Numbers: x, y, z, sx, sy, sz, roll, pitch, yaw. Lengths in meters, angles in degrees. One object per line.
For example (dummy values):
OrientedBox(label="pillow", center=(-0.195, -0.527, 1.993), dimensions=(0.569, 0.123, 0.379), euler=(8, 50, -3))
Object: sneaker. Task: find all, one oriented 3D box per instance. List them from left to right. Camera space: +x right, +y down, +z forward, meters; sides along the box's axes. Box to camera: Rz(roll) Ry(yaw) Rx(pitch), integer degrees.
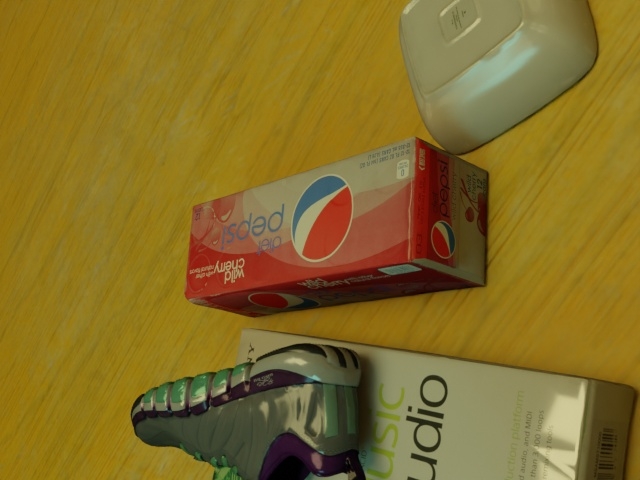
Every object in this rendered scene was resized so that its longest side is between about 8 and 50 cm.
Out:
OrientedBox(label="sneaker", center=(-0.062, 0.143, 0.550), dimensions=(0.223, 0.083, 0.098), euler=(-26, 63, 40))

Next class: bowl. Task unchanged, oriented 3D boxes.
OrientedBox(label="bowl", center=(0.114, -0.151, 0.560), dimensions=(0.142, 0.053, 0.142), euler=(-33, 53, 36))

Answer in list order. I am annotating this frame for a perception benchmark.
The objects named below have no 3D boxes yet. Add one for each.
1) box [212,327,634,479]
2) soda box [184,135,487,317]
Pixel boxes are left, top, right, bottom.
OrientedBox(label="box", center=(0.036, 0.188, 0.524), dimensions=(0.322, 0.058, 0.232), euler=(-1, 76, 50))
OrientedBox(label="soda box", center=(0.000, 0.000, 0.611), dimensions=(0.263, 0.083, 0.092), euler=(-13, 68, 45))
